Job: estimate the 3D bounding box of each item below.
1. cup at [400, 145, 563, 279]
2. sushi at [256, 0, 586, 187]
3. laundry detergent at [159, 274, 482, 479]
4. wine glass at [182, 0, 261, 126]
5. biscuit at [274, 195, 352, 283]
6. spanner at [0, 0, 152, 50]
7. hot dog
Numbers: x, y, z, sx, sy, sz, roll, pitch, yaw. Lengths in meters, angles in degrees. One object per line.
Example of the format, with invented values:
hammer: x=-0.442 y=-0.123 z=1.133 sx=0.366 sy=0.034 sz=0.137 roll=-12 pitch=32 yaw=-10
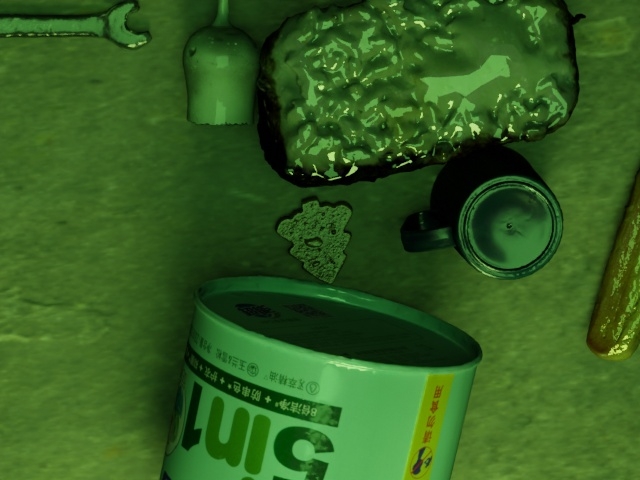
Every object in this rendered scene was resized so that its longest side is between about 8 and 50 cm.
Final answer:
cup: x=0.163 y=-0.016 z=1.836 sx=0.150 sy=0.138 sz=0.113 roll=-42 pitch=102 yaw=5
sushi: x=0.101 y=-0.166 z=1.782 sx=0.343 sy=0.182 sz=0.196 roll=-14 pitch=99 yaw=-2
laundry detergent: x=-0.012 y=0.220 z=1.799 sx=0.287 sy=0.287 sz=0.305 roll=11 pitch=101 yaw=-7
wine glass: x=-0.095 y=-0.210 z=1.802 sx=0.079 sy=0.079 sz=0.196 roll=2 pitch=102 yaw=-5
biscuit: x=0.000 y=0.000 z=1.889 sx=0.082 sy=0.016 sz=0.092 roll=-18 pitch=104 yaw=-5
spanner: x=-0.293 y=-0.210 z=1.819 sx=0.254 sy=0.015 sz=0.054 roll=-1 pitch=101 yaw=-5
hot dog: x=0.332 y=0.023 z=1.905 sx=0.066 sy=0.047 sz=0.216 roll=20 pitch=102 yaw=29
